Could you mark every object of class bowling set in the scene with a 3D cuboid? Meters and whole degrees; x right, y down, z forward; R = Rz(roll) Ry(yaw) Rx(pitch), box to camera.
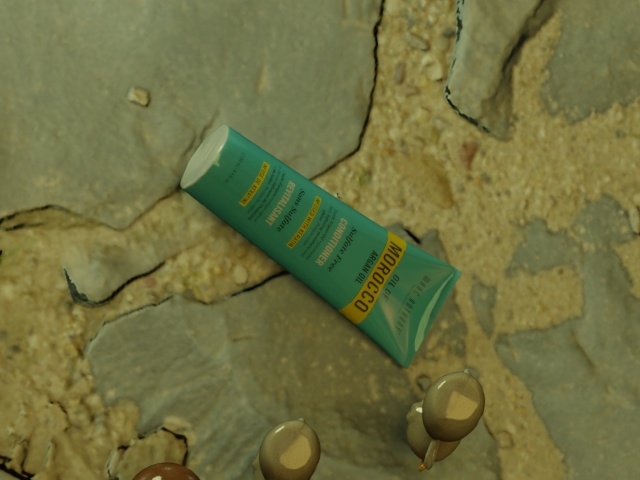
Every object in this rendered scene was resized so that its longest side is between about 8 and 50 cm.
[{"bbox_3d":[-0.023,0.187,1.295,0.200,0.154,0.287,24,76,3],"label":"bowling set"}]

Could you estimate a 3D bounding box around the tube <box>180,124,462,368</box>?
[{"bbox_3d":[0.000,0.000,1.363,0.207,0.052,0.080,35,82,-19],"label":"tube"}]
